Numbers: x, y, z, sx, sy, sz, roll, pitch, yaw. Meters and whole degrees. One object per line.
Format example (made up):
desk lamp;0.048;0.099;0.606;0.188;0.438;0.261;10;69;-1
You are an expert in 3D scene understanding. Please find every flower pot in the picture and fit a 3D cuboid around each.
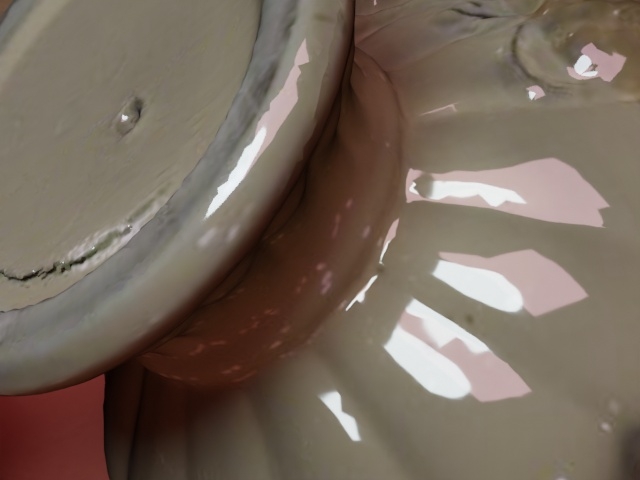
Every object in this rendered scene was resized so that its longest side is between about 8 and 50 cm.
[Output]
flower pot;0.000;0.000;0.563;0.307;0.244;0.308;-25;48;32

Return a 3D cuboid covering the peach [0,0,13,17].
peach;-0.180;-0.204;0.818;0.292;0.247;0.292;12;59;-20
